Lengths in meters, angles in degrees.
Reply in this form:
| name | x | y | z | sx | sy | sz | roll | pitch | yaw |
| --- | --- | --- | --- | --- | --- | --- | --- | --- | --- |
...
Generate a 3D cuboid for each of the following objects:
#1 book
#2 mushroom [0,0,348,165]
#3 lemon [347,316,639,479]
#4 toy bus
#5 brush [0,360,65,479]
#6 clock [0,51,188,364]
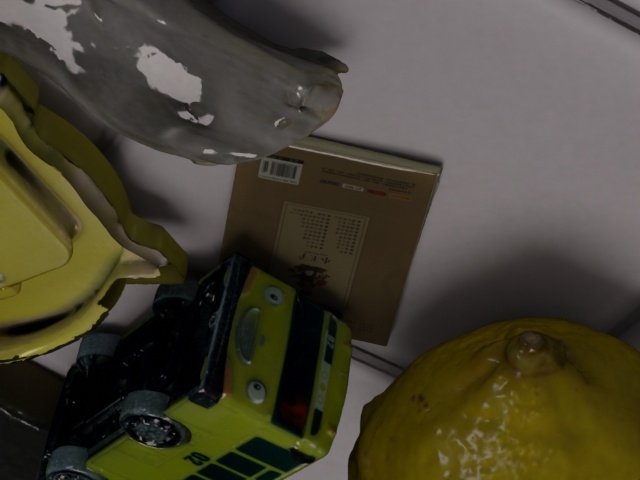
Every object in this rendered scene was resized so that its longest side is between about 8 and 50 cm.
| name | x | y | z | sx | sy | sz | roll | pitch | yaw |
| --- | --- | --- | --- | --- | --- | --- | --- | --- | --- |
| book | 0.000 | 0.000 | 1.395 | 0.138 | 0.016 | 0.198 | 12 | 139 | -2 |
| mushroom | -0.155 | -0.140 | 1.211 | 0.351 | 0.097 | 0.109 | 23 | 135 | -9 |
| lemon | 0.149 | 0.192 | 1.401 | 0.268 | 0.268 | 0.322 | -2 | 141 | 13 |
| toy bus | -0.092 | 0.125 | 1.455 | 0.150 | 0.128 | 0.262 | 28 | 144 | -23 |
| brush | -0.252 | 0.156 | 1.590 | 0.197 | 0.059 | 0.123 | 30 | 137 | -23 |
| clock | -0.266 | -0.020 | 1.380 | 0.293 | 0.071 | 0.277 | -14 | 135 | 18 |
